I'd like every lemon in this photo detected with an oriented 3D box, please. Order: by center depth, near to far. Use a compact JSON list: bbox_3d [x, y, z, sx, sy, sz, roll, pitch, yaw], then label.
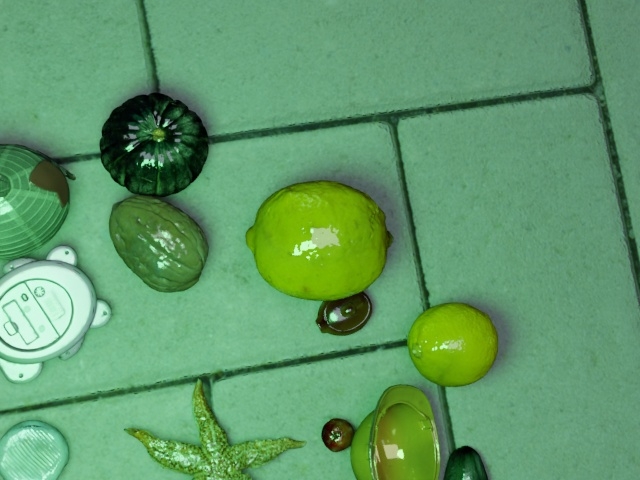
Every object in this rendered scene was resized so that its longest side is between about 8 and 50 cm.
[{"bbox_3d":[-0.003,0.000,1.833,0.284,0.260,0.260,24,81,-6],"label":"lemon"},{"bbox_3d":[0.273,0.218,1.880,0.203,0.178,0.178,-7,85,-34],"label":"lemon"}]

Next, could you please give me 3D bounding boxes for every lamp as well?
[{"bbox_3d":[-0.618,-0.077,1.760,0.265,0.233,0.233,3,84,-12],"label":"lamp"}]

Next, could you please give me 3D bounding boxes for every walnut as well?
[{"bbox_3d":[-0.330,0.000,1.820,0.230,0.178,0.178,40,80,2],"label":"walnut"}]

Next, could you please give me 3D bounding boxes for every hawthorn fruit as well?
[{"bbox_3d":[0.034,0.405,1.881,0.077,0.077,0.077,1,84,-8],"label":"hawthorn fruit"}]

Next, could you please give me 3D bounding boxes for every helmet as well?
[{"bbox_3d":[0.132,0.433,1.859,0.205,0.140,0.256,14,68,-39],"label":"helmet"}]

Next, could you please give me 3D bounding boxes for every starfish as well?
[{"bbox_3d":[-0.199,0.446,1.831,0.358,0.078,0.347,-22,79,-18],"label":"starfish"}]

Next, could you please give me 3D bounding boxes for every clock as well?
[{"bbox_3d":[-0.565,0.142,1.806,0.248,0.090,0.227,-32,99,-14],"label":"clock"}]

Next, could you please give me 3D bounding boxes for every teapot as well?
[{"bbox_3d":[0.049,0.153,1.906,0.129,0.078,0.098,-26,88,-10],"label":"teapot"}]

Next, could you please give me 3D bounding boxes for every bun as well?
[{"bbox_3d":[-0.572,0.426,1.789,0.141,0.083,0.140,3,80,-17],"label":"bun"}]

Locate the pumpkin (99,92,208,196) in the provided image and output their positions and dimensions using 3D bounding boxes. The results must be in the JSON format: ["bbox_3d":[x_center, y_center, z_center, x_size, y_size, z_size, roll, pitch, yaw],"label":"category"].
[{"bbox_3d":[-0.339,-0.195,1.847,0.221,0.162,0.220,4,77,-17],"label":"pumpkin"}]

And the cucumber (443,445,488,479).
[{"bbox_3d":[0.313,0.562,1.912,0.115,0.063,0.243,-5,83,-9],"label":"cucumber"}]
